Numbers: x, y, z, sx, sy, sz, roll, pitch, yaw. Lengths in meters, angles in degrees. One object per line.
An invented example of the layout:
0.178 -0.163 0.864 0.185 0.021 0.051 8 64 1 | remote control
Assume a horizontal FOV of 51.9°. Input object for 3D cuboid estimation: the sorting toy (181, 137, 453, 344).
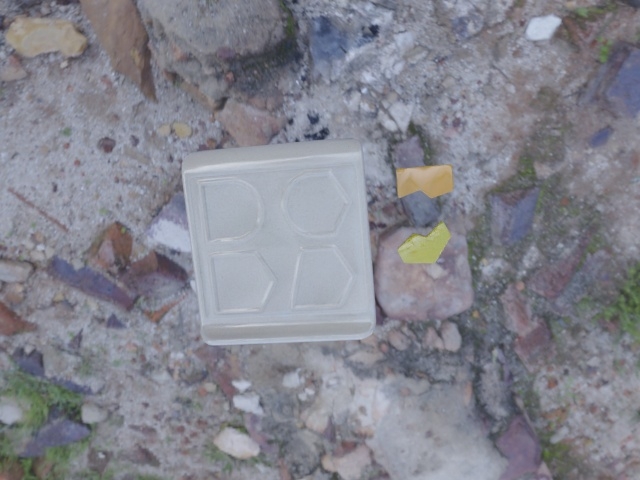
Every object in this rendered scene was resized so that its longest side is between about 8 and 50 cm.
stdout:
0.000 0.000 0.760 0.306 0.041 0.229 -4 96 9 | sorting toy
